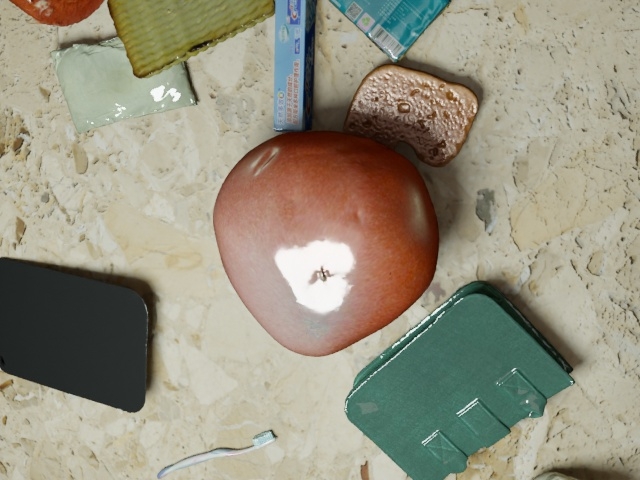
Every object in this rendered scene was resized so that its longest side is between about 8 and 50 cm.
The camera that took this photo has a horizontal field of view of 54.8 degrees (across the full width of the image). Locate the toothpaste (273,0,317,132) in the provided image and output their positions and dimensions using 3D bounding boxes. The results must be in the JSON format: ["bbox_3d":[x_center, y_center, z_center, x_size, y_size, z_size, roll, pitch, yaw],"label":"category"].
[{"bbox_3d":[-0.039,-0.308,0.963,0.053,0.066,0.272,5,104,10],"label":"toothpaste"}]

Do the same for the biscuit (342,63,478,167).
[{"bbox_3d":[0.134,-0.175,0.976,0.192,0.036,0.186,19,109,6],"label":"biscuit"}]

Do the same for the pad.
[{"bbox_3d":[-0.469,0.139,1.180,0.376,0.063,0.314,11,106,19],"label":"pad"}]

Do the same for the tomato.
[{"bbox_3d":[0.000,0.000,0.911,0.342,0.272,0.341,5,120,9],"label":"tomato"}]

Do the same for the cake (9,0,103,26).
[{"bbox_3d":[-0.398,-0.471,0.942,0.151,0.177,0.283,36,102,2],"label":"cake"}]

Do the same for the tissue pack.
[{"bbox_3d":[0.093,-0.363,0.915,0.169,0.082,0.120,43,106,-1],"label":"tissue pack"}]

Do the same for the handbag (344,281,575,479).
[{"bbox_3d":[0.223,0.244,1.033,0.326,0.089,0.238,-43,92,16],"label":"handbag"}]

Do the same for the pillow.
[{"bbox_3d":[-0.333,-0.274,1.041,0.230,0.050,0.148,-10,106,13],"label":"pillow"}]

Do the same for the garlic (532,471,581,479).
[{"bbox_3d":[0.430,0.499,1.019,0.212,0.218,0.218,28,109,-27],"label":"garlic"}]

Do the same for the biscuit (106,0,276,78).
[{"bbox_3d":[-0.207,-0.375,0.974,0.255,0.029,0.172,-22,82,9],"label":"biscuit"}]

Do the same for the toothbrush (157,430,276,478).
[{"bbox_3d":[-0.205,0.417,1.193,0.269,0.021,0.027,-23,85,15],"label":"toothbrush"}]
